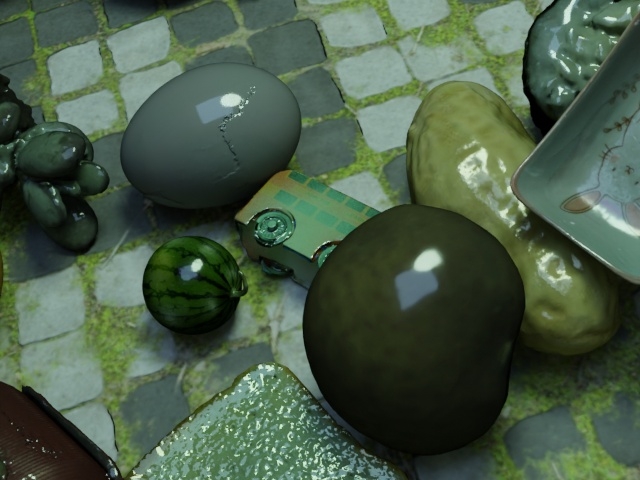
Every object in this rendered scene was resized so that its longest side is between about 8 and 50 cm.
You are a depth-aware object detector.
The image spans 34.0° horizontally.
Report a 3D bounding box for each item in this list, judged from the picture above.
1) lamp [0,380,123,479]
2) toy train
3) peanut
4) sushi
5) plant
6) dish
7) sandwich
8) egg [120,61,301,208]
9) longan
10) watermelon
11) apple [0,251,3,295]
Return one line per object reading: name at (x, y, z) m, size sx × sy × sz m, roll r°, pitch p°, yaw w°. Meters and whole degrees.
lamp at (-0.281, 0.215, 0.898) m, size 0.258 × 0.180 × 0.180 m, roll 36°, pitch 69°, yaw 29°
toy train at (0.000, 0.000, 1.052) m, size 0.188 × 0.072 × 0.099 m, roll 28°, pitch 66°, yaw 26°
peanut at (0.169, -0.024, 1.000) m, size 0.148 × 0.147 × 0.318 m, roll -22°, pitch 58°, yaw -5°
sushi at (0.351, -0.113, 0.999) m, size 0.350 × 0.171 × 0.211 m, roll 36°, pitch 96°, yaw 25°
plant at (-0.349, -0.097, 1.136) m, size 0.275 × 0.146 × 0.149 m, roll 28°, pitch 63°, yaw 25°
dish at (0.284, -0.081, 0.888) m, size 0.151 × 0.077 × 0.212 m, roll 40°, pitch 99°, yaw 21°
sandwich at (-0.039, 0.226, 0.911) m, size 0.186 × 0.065 × 0.215 m, roll -40°, pitch 59°, yaw -16°
egg at (-0.116, -0.108, 1.101) m, size 0.199 × 0.146 × 0.146 m, roll -26°, pitch 54°, yaw 11°
longan at (0.077, 0.075, 0.891) m, size 0.198 × 0.212 × 0.198 m, roll 6°, pitch 32°, yaw -4°
watermelon at (-0.121, 0.046, 1.031) m, size 0.109 × 0.109 × 0.109 m, roll -5°, pitch 56°, yaw 7°
apple at (-0.443, 0.026, 1.015) m, size 0.241 × 0.242 × 0.242 m, roll 6°, pitch 58°, yaw 10°
